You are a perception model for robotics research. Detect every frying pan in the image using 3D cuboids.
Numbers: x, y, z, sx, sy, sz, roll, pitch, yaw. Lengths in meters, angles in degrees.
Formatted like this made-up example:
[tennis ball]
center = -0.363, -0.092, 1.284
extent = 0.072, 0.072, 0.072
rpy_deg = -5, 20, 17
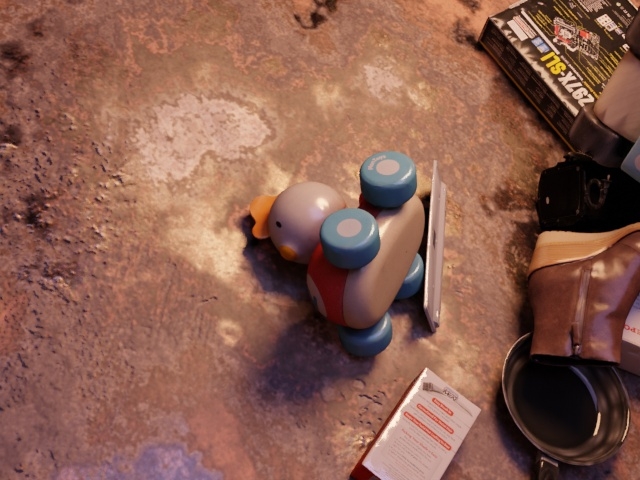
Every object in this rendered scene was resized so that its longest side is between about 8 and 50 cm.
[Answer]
[frying pan]
center = 0.337, 0.273, 1.190
extent = 0.197, 0.053, 0.326
rpy_deg = 8, 59, -14

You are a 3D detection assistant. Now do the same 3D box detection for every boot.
[boot]
center = 0.414, 0.082, 1.228
extent = 0.248, 0.090, 0.207
rpy_deg = -2, 58, 17

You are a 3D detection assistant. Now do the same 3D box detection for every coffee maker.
[coffee maker]
center = 0.455, -0.060, 1.365
extent = 0.178, 0.120, 0.171
rpy_deg = 3, 18, -18

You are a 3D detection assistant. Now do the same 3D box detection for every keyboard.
[keyboard]
center = 0.165, 0.004, 1.279
extent = 0.014, 0.072, 0.256
rpy_deg = -7, 55, 22

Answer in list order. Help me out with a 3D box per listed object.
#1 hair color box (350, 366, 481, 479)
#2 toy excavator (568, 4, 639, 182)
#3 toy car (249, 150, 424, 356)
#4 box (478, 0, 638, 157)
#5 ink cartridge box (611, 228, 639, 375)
[hair color box]
center = 0.123, 0.256, 1.123
extent = 0.093, 0.053, 0.167
rpy_deg = 38, 57, 5
[toy excavator]
center = 0.565, -0.116, 1.184
extent = 0.445, 0.222, 0.433
rpy_deg = 39, 41, 21
[toy car]
center = 0.000, 0.000, 1.173
extent = 0.238, 0.219, 0.210
rpy_deg = 16, 52, 24
[box]
center = 0.475, -0.306, 1.535
extent = 0.257, 0.079, 0.322
rpy_deg = -31, 73, -18
[ink cartridge box]
center = 0.477, 0.098, 1.328
extent = 0.139, 0.082, 0.191
rpy_deg = 22, 57, -6
